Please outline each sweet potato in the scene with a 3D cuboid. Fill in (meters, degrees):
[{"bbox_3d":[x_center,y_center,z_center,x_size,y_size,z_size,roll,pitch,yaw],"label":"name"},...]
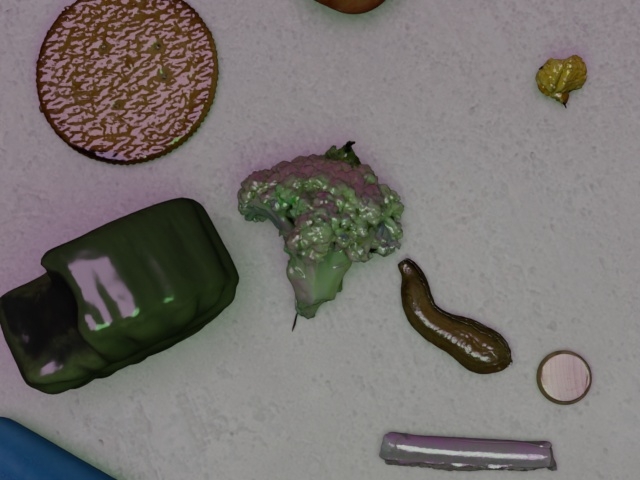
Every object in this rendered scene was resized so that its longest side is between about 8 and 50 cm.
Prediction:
[{"bbox_3d":[0.194,0.128,1.831,0.233,0.062,0.081,41,73,11],"label":"sweet potato"}]

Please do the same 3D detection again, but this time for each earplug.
[{"bbox_3d":[-0.431,0.367,1.825,0.273,0.132,0.132,31,87,11],"label":"earplug"}]

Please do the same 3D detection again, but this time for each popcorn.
[{"bbox_3d":[0.375,-0.244,1.848,0.084,0.084,0.084,-1,84,5],"label":"popcorn"}]

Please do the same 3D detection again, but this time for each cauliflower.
[{"bbox_3d":[0.000,0.000,1.808,0.256,0.239,0.315,-2,104,-34],"label":"cauliflower"}]

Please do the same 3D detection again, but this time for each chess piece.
[{"bbox_3d":[0.372,0.210,1.817,0.084,0.038,0.083,0,86,5],"label":"chess piece"}]

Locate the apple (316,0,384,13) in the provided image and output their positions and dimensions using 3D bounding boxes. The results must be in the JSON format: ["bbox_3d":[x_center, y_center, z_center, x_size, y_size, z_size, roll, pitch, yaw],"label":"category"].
[{"bbox_3d":[0.051,-0.444,1.850,0.181,0.181,0.168,29,109,7],"label":"apple"}]

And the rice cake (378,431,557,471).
[{"bbox_3d":[0.225,0.324,1.810,0.270,0.049,0.055,3,70,6],"label":"rice cake"}]

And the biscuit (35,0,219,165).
[{"bbox_3d":[-0.313,-0.270,1.925,0.305,0.038,0.305,0,85,3],"label":"biscuit"}]

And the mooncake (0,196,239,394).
[{"bbox_3d":[-0.290,0.087,1.744,0.351,0.351,0.187,-31,83,1],"label":"mooncake"}]
